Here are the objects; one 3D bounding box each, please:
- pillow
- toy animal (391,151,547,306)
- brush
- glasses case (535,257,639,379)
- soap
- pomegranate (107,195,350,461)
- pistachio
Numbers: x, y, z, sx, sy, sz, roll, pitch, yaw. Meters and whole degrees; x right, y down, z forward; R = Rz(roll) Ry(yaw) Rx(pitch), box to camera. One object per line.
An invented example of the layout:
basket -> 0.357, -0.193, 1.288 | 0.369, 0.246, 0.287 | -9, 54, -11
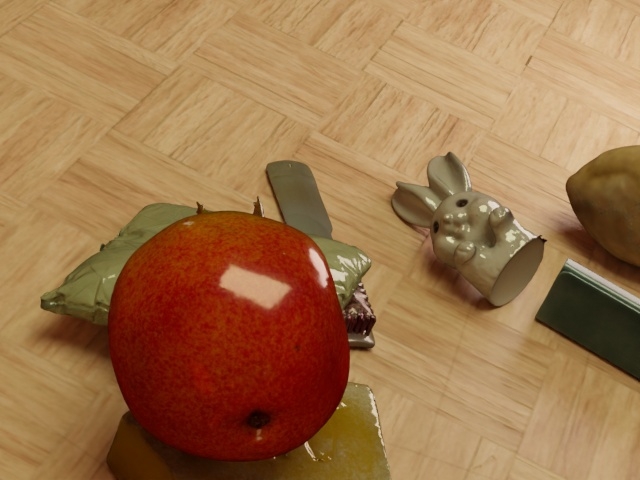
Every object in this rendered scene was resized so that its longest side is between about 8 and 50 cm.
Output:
pillow -> -0.107, 0.035, 1.506 | 0.274, 0.076, 0.281 | 15, 25, 12
toy animal -> 0.164, -0.031, 1.749 | 0.221, 0.103, 0.131 | 45, 13, 29
brush -> 0.000, 0.000, 1.685 | 0.060, 0.050, 0.321 | 2, 40, -20
glasses case -> 0.385, 0.127, 1.696 | 0.266, 0.105, 0.056 | 31, 63, 12
soap -> -0.070, 0.197, 1.365 | 0.258, 0.080, 0.160 | 9, 39, -18
pomegranate -> -0.080, 0.072, 1.270 | 0.221, 0.221, 0.256 | 13, 40, -12
pistachio -> 0.461, -0.035, 1.875 | 0.293, 0.162, 0.181 | 13, 2, -7
